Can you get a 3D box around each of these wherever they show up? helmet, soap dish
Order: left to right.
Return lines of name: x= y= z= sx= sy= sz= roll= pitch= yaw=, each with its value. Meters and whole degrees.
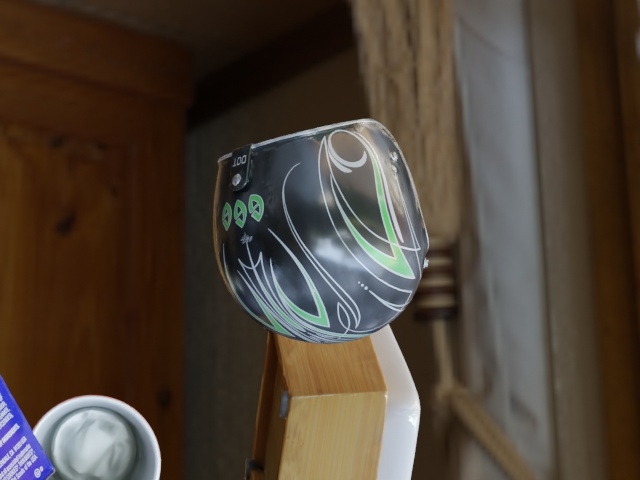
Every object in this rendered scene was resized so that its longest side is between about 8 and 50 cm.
helmet: x=0.000 y=0.000 z=1.298 sx=0.169 sy=0.161 sz=0.169 roll=-14 pitch=178 yaw=0
soap dish: x=0.003 y=0.186 z=1.544 sx=0.118 sy=0.229 sz=0.291 roll=6 pitch=-164 yaw=-7

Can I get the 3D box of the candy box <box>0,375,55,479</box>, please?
candy box: x=-0.385 y=0.088 z=1.198 sx=0.268 sy=0.317 sz=0.122 roll=-17 pitch=-162 yaw=32

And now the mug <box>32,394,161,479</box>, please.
mug: x=-0.216 y=0.182 z=1.480 sx=0.150 sy=0.113 sz=0.169 roll=19 pitch=176 yaw=-6
